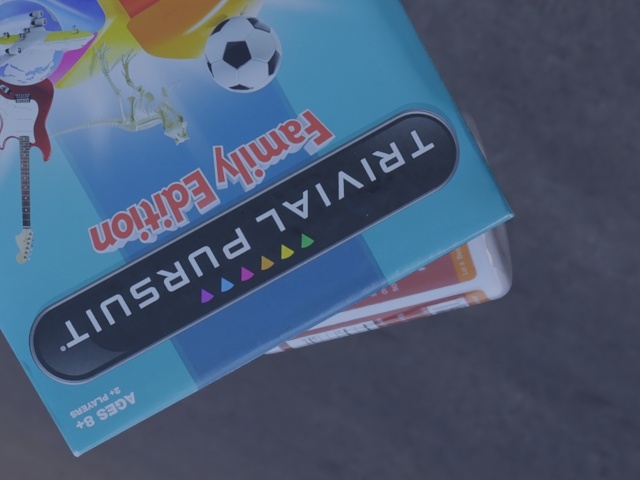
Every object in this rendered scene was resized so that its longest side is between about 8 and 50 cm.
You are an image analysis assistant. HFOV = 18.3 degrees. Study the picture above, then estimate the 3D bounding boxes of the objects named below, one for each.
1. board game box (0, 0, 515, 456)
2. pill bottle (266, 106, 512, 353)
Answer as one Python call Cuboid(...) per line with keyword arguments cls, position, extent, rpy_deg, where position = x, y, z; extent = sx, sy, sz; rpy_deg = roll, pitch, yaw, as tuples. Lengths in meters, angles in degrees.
Cuboid(cls="board game box", position=(-0.094, -0.101, 0.993), extent=(0.336, 0.254, 0.079), rpy_deg=(61, -179, -9))
Cuboid(cls="pill bottle", position=(0.000, 0.000, 1.211), extent=(0.216, 0.121, 0.121), rpy_deg=(-14, 148, 10))
